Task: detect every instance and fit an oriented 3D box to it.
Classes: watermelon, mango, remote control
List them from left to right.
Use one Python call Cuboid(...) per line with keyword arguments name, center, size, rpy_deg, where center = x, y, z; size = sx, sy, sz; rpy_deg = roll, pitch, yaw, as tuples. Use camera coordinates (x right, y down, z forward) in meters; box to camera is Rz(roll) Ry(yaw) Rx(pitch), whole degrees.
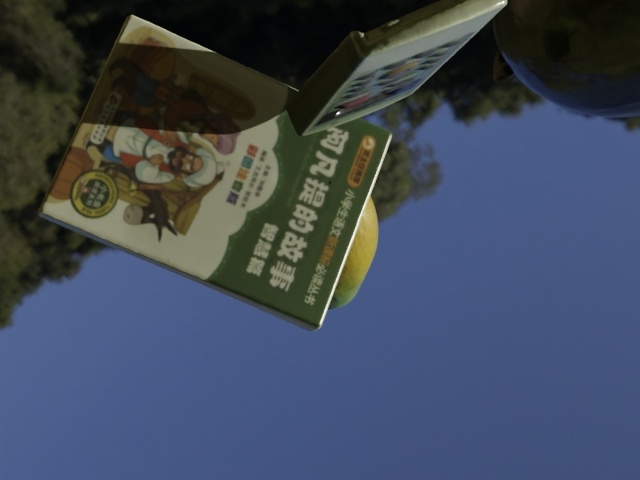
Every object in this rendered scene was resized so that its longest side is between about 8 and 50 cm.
Cuboid(name="mango", center=(0.000, 0.000, 1.374), size=(0.130, 0.194, 0.092), rpy_deg=(0, -134, 13))
Cuboid(name="remote control", center=(0.052, -0.138, 1.018), size=(0.123, 0.038, 0.285), rpy_deg=(-24, 180, -14))
Cuboid(name="watermelon", center=(0.340, -0.274, 1.418), size=(0.359, 0.279, 0.279), rpy_deg=(-18, -143, 41))

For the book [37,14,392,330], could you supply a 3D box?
Cuboid(name="book", center=(-0.088, -0.060, 1.149), size=(0.027, 0.264, 0.202), rpy_deg=(140, -27, -70))
